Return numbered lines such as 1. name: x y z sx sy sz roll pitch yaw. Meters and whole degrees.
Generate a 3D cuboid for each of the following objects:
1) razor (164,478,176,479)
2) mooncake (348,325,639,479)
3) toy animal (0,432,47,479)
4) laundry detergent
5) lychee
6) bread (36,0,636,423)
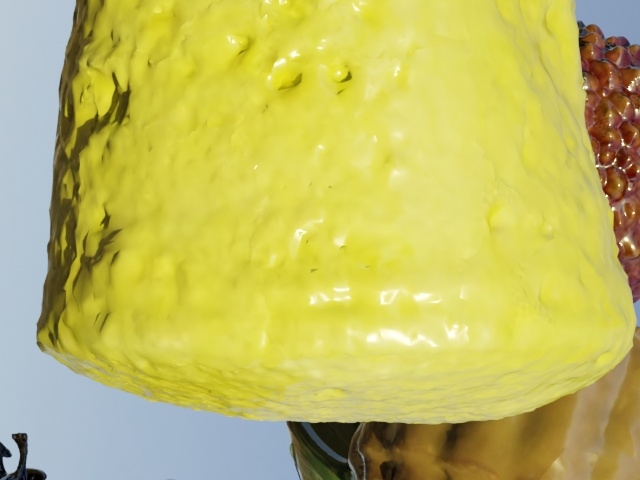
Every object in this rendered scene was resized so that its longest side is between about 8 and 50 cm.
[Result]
1. razor: -0.124 0.328 1.204 0.107 0.189 0.327 48 24 -61
2. mooncake: 0.179 0.184 1.508 0.187 0.324 0.324 -66 -166 -19
3. toy animal: -0.247 0.205 1.458 0.108 0.220 0.062 -84 167 -46
4. laundry detergent: 0.018 0.241 1.721 0.137 0.063 0.211 42 -30 40
5. lychee: 0.224 -0.059 1.855 0.306 0.306 0.330 -117 -152 -60
6. bread: 0.008 -0.048 1.073 0.348 0.348 0.308 177 -87 -70
